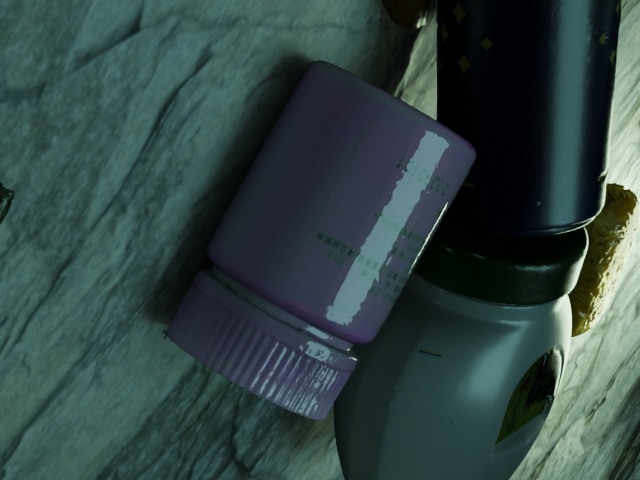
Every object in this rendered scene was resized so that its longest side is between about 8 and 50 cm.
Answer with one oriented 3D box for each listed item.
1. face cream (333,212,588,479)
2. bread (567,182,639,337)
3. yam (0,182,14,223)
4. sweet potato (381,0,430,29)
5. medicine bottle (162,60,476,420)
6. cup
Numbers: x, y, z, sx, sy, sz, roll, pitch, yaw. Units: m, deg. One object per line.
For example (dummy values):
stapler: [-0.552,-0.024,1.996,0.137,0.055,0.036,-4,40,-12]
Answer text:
face cream: [0.149,0.124,2.036,0.312,0.219,0.357,-24,134,-49]
bread: [0.368,0.028,2.501,0.114,0.083,0.211,-32,145,-51]
yam: [-0.267,0.015,1.380,0.033,0.027,0.129,34,88,-25]
sweet potato: [0.072,-0.257,1.683,0.056,0.056,0.195,-52,150,-15]
medicine bottle: [0.000,0.000,1.678,0.290,0.178,0.178,-62,155,3]
cup: [0.207,-0.161,1.793,0.255,0.178,0.256,-49,143,-61]
